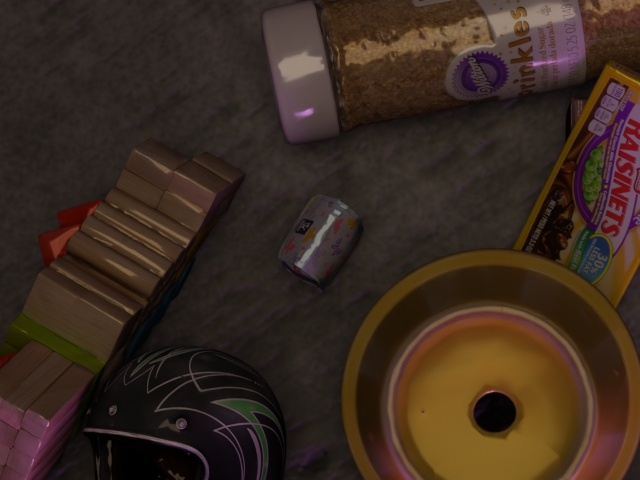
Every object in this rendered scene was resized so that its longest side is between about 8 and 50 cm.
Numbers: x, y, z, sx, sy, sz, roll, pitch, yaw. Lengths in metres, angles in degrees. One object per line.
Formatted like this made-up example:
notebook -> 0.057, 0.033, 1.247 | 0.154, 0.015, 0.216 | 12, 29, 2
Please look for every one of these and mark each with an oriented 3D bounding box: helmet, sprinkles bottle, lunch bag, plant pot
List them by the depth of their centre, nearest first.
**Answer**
plant pot -> 0.137, 0.131, 1.584 | 0.254, 0.239, 0.254 | 0, 89, 5
helmet -> -0.110, 0.165, 1.636 | 0.169, 0.169, 0.161 | -9, 102, 1
lunch bag -> 0.000, 0.000, 1.702 | 0.053, 0.083, 0.071 | 32, 84, 6
sprinkles bottle -> 0.131, -0.175, 1.705 | 0.355, 0.121, 0.121 | -12, 81, 0

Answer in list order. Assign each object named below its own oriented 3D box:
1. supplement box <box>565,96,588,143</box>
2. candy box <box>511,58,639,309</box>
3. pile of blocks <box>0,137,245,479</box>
supplement box -> 0.257, -0.098, 1.722 | 0.083, 0.055, 0.043 | 1, 80, 2
candy box -> 0.245, -0.040, 1.683 | 0.105, 0.027, 0.206 | 26, 111, 4
pile of blocks -> -0.202, 0.053, 1.664 | 0.113, 0.149, 0.362 | 30, 57, 7
